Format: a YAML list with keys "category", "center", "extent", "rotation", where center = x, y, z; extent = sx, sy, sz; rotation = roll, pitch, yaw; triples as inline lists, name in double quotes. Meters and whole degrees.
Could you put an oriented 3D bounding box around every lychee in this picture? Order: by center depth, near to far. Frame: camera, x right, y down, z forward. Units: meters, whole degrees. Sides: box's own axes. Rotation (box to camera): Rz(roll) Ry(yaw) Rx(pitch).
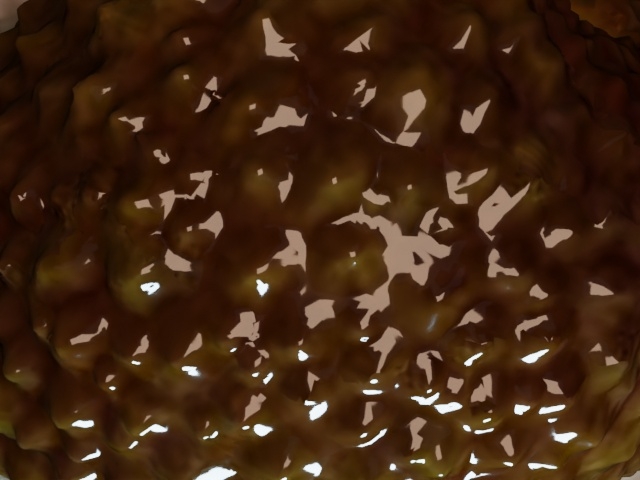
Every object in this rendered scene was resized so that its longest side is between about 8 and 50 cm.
- category: "lychee"
  center: [0.000, 0.000, 0.491]
  extent: [0.267, 0.267, 0.268]
  rotation: [-2, 99, -14]
